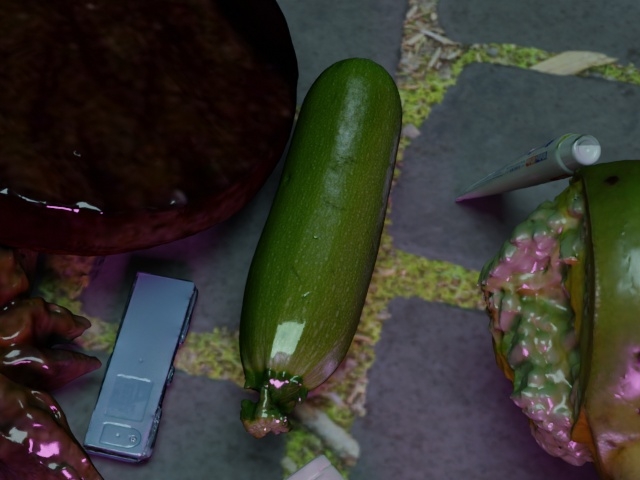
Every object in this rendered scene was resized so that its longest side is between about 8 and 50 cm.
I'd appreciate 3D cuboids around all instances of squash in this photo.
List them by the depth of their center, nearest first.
[{"bbox_3d":[0.000,0.000,1.614,0.101,0.101,0.379,12,53,4],"label":"squash"}]

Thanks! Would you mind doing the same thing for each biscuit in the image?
[{"bbox_3d":[-0.219,-0.148,1.662,0.407,0.091,0.407,11,47,-12],"label":"biscuit"}]

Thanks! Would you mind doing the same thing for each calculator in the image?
[{"bbox_3d":[-0.142,0.101,1.585,0.057,0.018,0.172,12,56,3],"label":"calculator"}]

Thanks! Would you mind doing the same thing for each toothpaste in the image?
[{"bbox_3d":[0.169,-0.058,1.608,0.052,0.218,0.033,-28,93,-19],"label":"toothpaste"}]

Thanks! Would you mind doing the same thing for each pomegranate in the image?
[{"bbox_3d":[0.254,0.092,1.480,0.260,0.260,0.341,-6,65,-8],"label":"pomegranate"}]

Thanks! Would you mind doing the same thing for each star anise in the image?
[{"bbox_3d":[-0.288,0.109,1.520,0.292,0.109,0.349,9,57,9],"label":"star anise"}]

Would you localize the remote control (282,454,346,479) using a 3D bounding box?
[{"bbox_3d":[-0.074,0.277,1.452,0.277,0.055,0.103,-33,64,-21],"label":"remote control"}]
